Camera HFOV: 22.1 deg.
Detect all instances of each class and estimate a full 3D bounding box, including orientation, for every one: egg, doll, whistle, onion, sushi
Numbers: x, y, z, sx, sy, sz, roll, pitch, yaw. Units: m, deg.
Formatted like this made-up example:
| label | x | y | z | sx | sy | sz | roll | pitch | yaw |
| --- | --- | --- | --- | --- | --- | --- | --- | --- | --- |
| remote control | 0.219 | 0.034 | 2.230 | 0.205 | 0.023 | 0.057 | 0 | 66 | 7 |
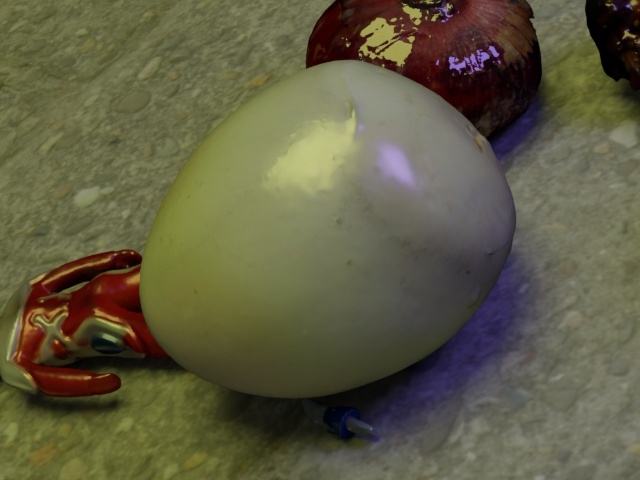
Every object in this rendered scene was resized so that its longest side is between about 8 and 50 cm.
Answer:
| label | x | y | z | sx | sy | sz | roll | pitch | yaw |
| --- | --- | --- | --- | --- | --- | --- | --- | --- | --- |
| egg | 0.000 | 0.000 | 1.462 | 0.345 | 0.283 | 0.283 | -35 | 38 | 7 |
| doll | -0.252 | 0.086 | 1.669 | 0.384 | 0.099 | 0.188 | -8 | 41 | 14 |
| whistle | 0.016 | 0.160 | 1.468 | 0.083 | 0.033 | 0.029 | 14 | 62 | 39 |
| onion | 0.107 | -0.193 | 1.688 | 0.246 | 0.190 | 0.246 | -3 | 46 | 3 |
| sushi | 0.344 | -0.223 | 1.605 | 0.150 | 0.153 | 0.172 | 14 | 89 | 20 |
